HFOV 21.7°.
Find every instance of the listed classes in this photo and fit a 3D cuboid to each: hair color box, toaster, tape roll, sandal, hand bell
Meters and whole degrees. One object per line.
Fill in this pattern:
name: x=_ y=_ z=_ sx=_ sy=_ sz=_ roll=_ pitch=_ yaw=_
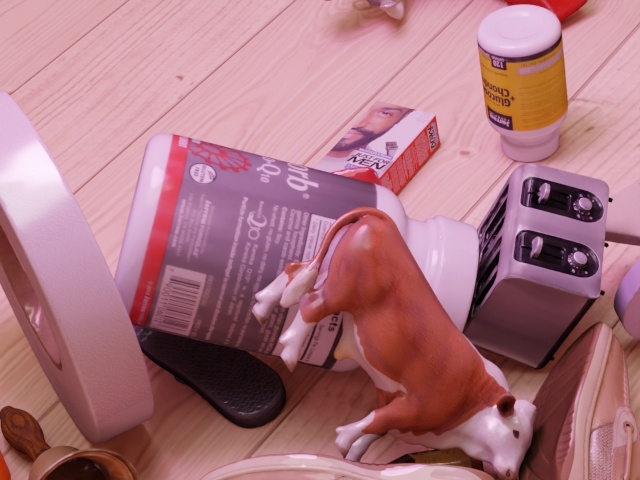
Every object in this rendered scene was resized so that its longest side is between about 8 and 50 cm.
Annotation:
hair color box: x=0.069 y=-0.103 z=2.112 sx=0.093 sy=0.053 sz=0.167 roll=16 pitch=46 yaw=31
toaster: x=0.230 y=0.031 z=1.810 sx=0.110 sy=0.185 sz=0.168 roll=19 pitch=52 yaw=-6
tape roll: x=-0.292 y=0.030 z=1.782 sx=0.072 sy=0.392 sz=0.392 roll=-25 pitch=41 yaw=-15
sandal: x=-0.137 y=0.131 z=1.897 sx=0.097 sy=0.054 sz=0.254 roll=-35 pitch=54 yaw=-15
hand bell: x=-0.296 y=0.234 z=1.790 sx=0.126 sy=0.126 sz=0.242 roll=-29 pitch=29 yaw=-19

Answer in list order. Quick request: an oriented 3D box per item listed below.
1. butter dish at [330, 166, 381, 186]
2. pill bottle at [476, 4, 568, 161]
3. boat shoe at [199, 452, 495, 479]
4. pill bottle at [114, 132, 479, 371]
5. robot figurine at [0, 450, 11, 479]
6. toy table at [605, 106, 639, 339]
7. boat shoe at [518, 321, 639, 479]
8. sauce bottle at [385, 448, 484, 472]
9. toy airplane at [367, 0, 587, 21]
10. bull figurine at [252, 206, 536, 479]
butter dish: x=0.000 y=0.000 z=1.959 sx=0.160 sy=0.160 sz=0.118 roll=-14 pitch=9 yaw=-4
pill bottle: x=0.252 y=-0.191 z=2.066 sx=0.103 sy=0.184 sz=0.103 roll=-7 pitch=40 yaw=6
boat shoe: x=0.022 y=0.275 z=1.637 sx=0.302 sy=0.109 sz=0.098 roll=1 pitch=60 yaw=9
pill bottle: x=-0.030 y=0.024 z=1.793 sx=0.363 sy=0.210 sz=0.210 roll=14 pitch=40 yaw=-7
robot figurine: x=-0.436 y=0.225 z=1.794 sx=0.219 sy=0.128 sz=0.158 roll=14 pitch=86 yaw=28
toy table: x=0.420 y=-0.030 z=1.801 sx=0.274 sy=0.252 sz=0.161 roll=-23 pitch=50 yaw=5
boat shoe: x=0.264 y=0.226 z=1.642 sx=0.110 sy=0.121 sz=0.341 roll=29 pitch=46 yaw=-9
sauce bottle: x=0.102 y=0.235 z=1.709 sx=0.128 sy=0.042 sz=0.042 roll=-8 pitch=40 yaw=2
toy airplane: x=0.191 y=-0.488 z=2.372 sx=0.386 sy=0.272 sz=0.384 roll=5 pitch=73 yaw=0
bull figurine: x=0.076 y=0.123 z=1.657 sx=0.188 sy=0.310 sz=0.101 roll=-32 pitch=2 yaw=-3
